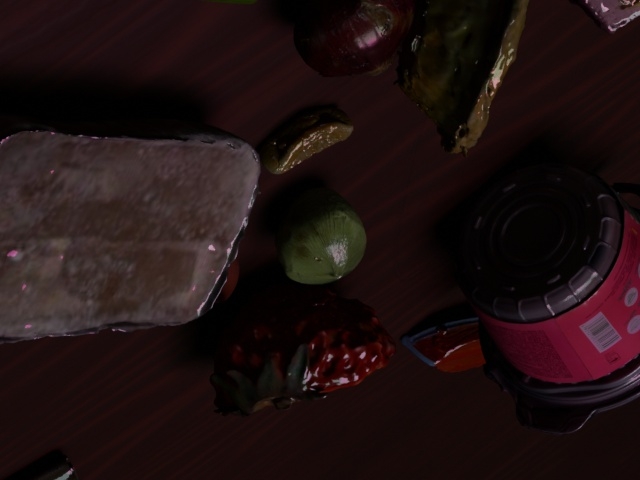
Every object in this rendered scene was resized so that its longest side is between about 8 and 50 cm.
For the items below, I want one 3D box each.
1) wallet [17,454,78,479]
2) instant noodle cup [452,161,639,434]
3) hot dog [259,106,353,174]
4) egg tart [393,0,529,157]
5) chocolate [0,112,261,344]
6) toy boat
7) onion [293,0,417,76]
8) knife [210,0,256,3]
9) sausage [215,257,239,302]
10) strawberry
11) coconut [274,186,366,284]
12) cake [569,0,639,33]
[{"bbox_3d":[-0.328,0.288,1.697,0.198,0.031,0.110,-29,152,-15],"label":"wallet"},{"bbox_3d":[0.255,0.033,1.804,0.258,0.302,0.181,-4,150,30],"label":"instant noodle cup"},{"bbox_3d":[-0.013,-0.092,1.495,0.090,0.030,0.034,-29,150,-18],"label":"hot dog"},{"bbox_3d":[0.115,-0.171,1.402,0.090,0.212,0.212,11,139,-4],"label":"egg tart"},{"bbox_3d":[-0.183,-0.021,1.329,0.303,0.100,0.185,-3,126,-52],"label":"chocolate"},{"bbox_3d":[0.172,0.111,1.996,0.173,0.059,0.069,-11,142,-30],"label":"toy boat"},{"bbox_3d":[0.025,-0.177,1.352,0.107,0.097,0.107,-41,-170,9],"label":"onion"},{"bbox_3d":[-0.110,-0.187,1.246,0.026,0.022,0.184,-25,165,40],"label":"knife"},{"bbox_3d":[-0.106,0.020,1.527,0.094,0.059,0.054,46,52,-62],"label":"sausage"},{"bbox_3d":[-0.019,0.089,1.694,0.190,0.111,0.236,-18,-176,22],"label":"strawberry"},{"bbox_3d":[0.000,0.000,1.584,0.088,0.096,0.088,-14,137,-14],"label":"coconut"},{"bbox_3d":[0.229,-0.280,1.431,0.116,0.113,0.295,-42,147,3],"label":"cake"}]
